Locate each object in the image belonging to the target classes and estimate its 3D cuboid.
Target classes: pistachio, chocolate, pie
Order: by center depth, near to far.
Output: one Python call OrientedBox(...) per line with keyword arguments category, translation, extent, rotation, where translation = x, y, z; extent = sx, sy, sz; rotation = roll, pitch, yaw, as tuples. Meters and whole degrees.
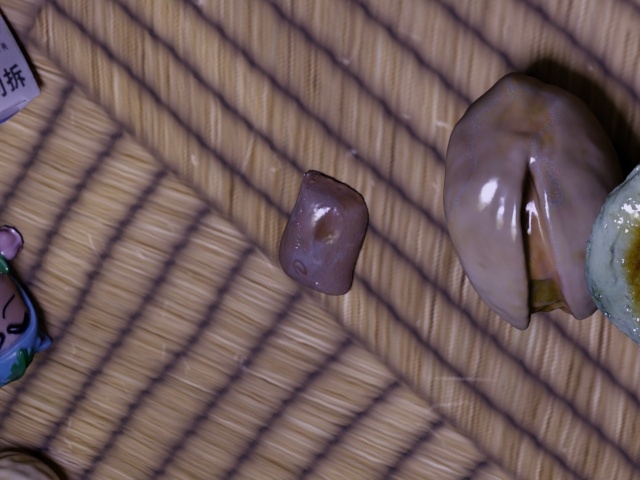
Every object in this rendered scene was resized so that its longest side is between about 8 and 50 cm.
OrientedBox(category="pie", translation=(0.259, 0.010, 1.114), extent=(0.186, 0.041, 0.187), rotation=(0, 125, 0))
OrientedBox(category="pistachio", translation=(0.142, -0.021, 1.178), extent=(0.124, 0.124, 0.185), rotation=(14, 134, 28))
OrientedBox(category="chocolate", translation=(0.000, 0.000, 1.352), extent=(0.064, 0.031, 0.101), rotation=(29, 132, 11))

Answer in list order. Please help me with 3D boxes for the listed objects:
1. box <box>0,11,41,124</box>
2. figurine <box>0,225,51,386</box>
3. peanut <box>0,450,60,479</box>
OrientedBox(category="box", translation=(-0.390, -0.087, 1.444), extent=(0.273, 0.221, 0.091), rotation=(-14, 107, 40))
OrientedBox(category="figurine", translation=(-0.323, 0.048, 1.577), extent=(0.178, 0.114, 0.144), rotation=(38, 134, 20))
OrientedBox(category="peanut", translation=(-0.350, 0.263, 1.748), extent=(0.274, 0.111, 0.125), rotation=(-2, 134, 41))
